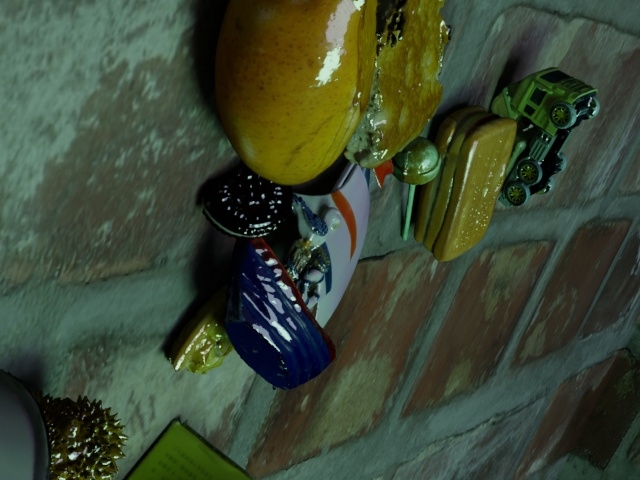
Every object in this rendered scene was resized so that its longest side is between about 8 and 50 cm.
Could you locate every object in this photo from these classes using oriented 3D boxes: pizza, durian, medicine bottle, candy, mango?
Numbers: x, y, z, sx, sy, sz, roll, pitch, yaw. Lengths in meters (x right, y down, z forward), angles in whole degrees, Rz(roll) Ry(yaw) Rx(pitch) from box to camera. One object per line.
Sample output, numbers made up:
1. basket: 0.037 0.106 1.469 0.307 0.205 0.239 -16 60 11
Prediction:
1. pizza: 0.076 -0.209 1.094 0.189 0.071 0.297 -50 156 -41
2. pizza: -0.097 0.087 1.162 0.160 0.036 0.099 -46 151 -23
3. durian: -0.249 0.199 0.928 0.158 0.137 0.168 22 114 -44
4. medicine bottle: -0.164 0.343 1.206 0.250 0.141 0.137 -50 155 -15
5. candy: 0.109 -0.055 1.363 0.061 0.061 0.202 -45 159 -25
6. mango: -0.019 -0.143 0.959 0.154 0.126 0.252 -53 162 -35

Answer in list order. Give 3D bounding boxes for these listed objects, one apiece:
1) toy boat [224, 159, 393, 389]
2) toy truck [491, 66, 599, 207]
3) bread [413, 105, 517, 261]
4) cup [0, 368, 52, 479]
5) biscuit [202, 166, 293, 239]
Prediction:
1. toy boat: -0.001 0.029 1.190 0.318 0.072 0.219 -43 132 -49
2. toy truck: 0.273 -0.141 1.469 0.085 0.116 0.191 -25 148 -48
3. bread: 0.180 -0.072 1.417 0.116 0.077 0.200 -35 144 -48
4. cup: -0.324 0.118 0.667 0.203 0.203 0.288 -55 147 -8
5. biscuit: -0.069 -0.043 1.055 0.027 0.087 0.089 131 -34 -61
